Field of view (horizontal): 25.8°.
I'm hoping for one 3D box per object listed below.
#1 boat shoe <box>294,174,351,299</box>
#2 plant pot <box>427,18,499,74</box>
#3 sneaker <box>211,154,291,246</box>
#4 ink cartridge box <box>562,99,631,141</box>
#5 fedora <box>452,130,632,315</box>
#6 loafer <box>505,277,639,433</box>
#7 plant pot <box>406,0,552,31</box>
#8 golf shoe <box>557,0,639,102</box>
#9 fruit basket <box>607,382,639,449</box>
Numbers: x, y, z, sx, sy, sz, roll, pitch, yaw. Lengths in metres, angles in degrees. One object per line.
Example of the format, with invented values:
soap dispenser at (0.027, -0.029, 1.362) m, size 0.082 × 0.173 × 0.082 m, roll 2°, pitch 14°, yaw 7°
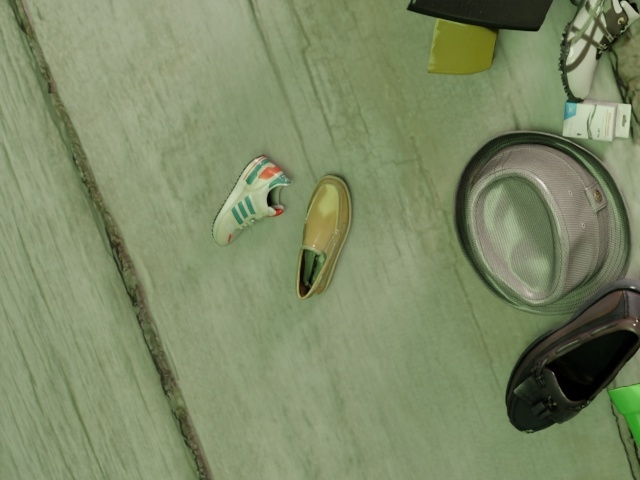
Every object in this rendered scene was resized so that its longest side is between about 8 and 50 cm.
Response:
boat shoe at (0.000, 0.000, 2.026) m, size 0.068 × 0.072 × 0.190 m, roll 15°, pitch 112°, yaw 18°
plant pot at (0.192, -0.263, 1.857) m, size 0.083 × 0.081 × 0.081 m, roll 11°, pitch 112°, yaw 8°
sneaker at (-0.100, -0.044, 2.061) m, size 0.075 × 0.057 × 0.161 m, roll 37°, pitch 115°, yaw 14°
ink cartridge box at (0.365, -0.159, 1.846) m, size 0.083 × 0.028 × 0.048 m, roll 8°, pitch 110°, yaw 20°
fedora at (0.285, -0.008, 1.877) m, size 0.243 × 0.124 × 0.275 m, roll -10°, pitch 103°, yaw 26°
loafer at (0.345, 0.174, 1.906) m, size 0.109 × 0.095 × 0.302 m, roll 31°, pitch 126°, yaw -7°
plant pot at (0.227, -0.364, 1.759) m, size 0.167 × 0.188 × 0.187 m, roll 23°, pitch 115°, yaw -1°
golf shoe at (0.358, -0.269, 1.786) m, size 0.094 × 0.077 × 0.198 m, roll 10°, pitch 112°, yaw 19°
fruit basket at (0.548, 0.131, 1.742) m, size 0.392 × 0.283 × 0.392 m, roll -1°, pitch 88°, yaw 27°
